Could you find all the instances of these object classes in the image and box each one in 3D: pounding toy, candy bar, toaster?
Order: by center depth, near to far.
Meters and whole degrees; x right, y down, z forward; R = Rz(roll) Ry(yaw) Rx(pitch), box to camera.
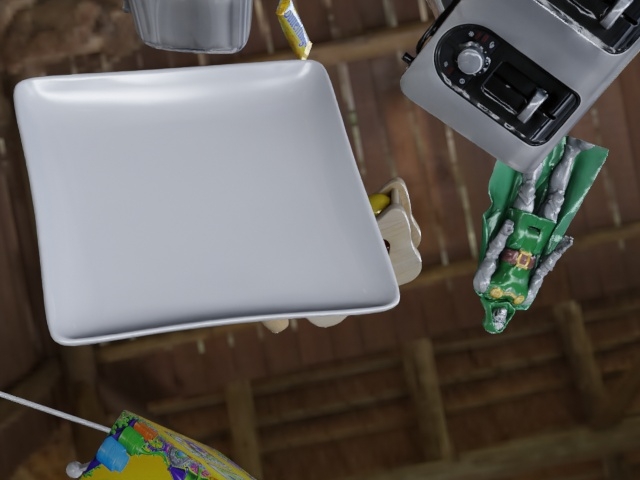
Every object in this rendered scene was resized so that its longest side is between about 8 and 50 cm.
[{"bbox_3d":[0.149,-0.151,0.878,0.168,0.110,0.185,-51,-179,30],"label":"toaster"},{"bbox_3d":[0.000,0.000,1.771,0.270,0.154,0.155,-31,-153,21],"label":"pounding toy"},{"bbox_3d":[-0.037,-0.295,1.962,0.018,0.040,0.161,19,166,16],"label":"candy bar"},{"bbox_3d":[-0.181,-0.363,2.081,0.227,0.129,0.146,3,145,0],"label":"toaster"}]

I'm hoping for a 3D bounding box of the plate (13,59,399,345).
[{"bbox_3d":[-0.101,-0.032,1.168,0.277,0.278,0.045,-6,144,-15],"label":"plate"}]

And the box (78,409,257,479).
[{"bbox_3d":[-0.140,0.375,1.410,0.279,0.290,0.177,28,175,38],"label":"box"}]

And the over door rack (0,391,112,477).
[{"bbox_3d":[-0.343,0.272,1.698,0.324,0.108,0.239,30,-164,-5],"label":"over door rack"}]

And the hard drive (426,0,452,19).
[{"bbox_3d":[0.156,-0.342,1.780,0.064,0.338,0.237,-23,178,5],"label":"hard drive"}]

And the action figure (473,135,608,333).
[{"bbox_3d":[0.225,-0.007,1.536,0.137,0.232,0.063,16,-172,-17],"label":"action figure"}]
